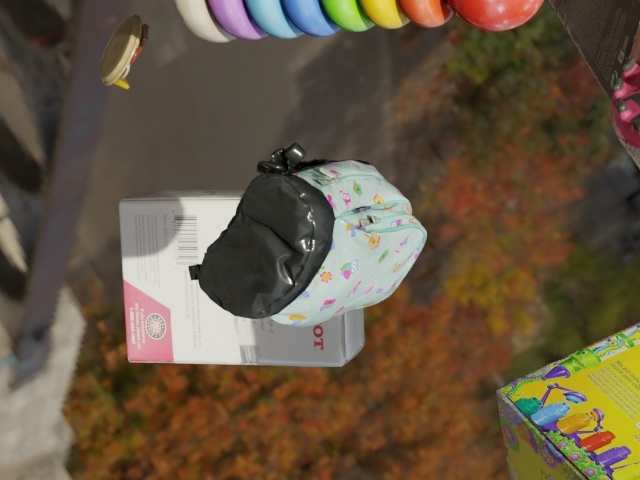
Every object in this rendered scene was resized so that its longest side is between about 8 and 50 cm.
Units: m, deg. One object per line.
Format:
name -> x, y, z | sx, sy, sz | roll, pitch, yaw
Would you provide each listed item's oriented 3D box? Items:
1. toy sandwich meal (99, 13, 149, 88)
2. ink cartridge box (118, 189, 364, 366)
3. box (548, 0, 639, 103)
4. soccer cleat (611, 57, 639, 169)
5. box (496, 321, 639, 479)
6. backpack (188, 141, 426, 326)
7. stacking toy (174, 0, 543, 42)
toy sandwich meal -> -0.193, -0.189, 1.693 | 0.029, 0.085, 0.085 | 24, 133, -26
ink cartridge box -> -0.093, 0.044, 2.069 | 0.283, 0.207, 0.117 | 0, -172, 15
box -> 0.441, -0.293, 2.209 | 0.191, 0.381, 0.143 | 9, 115, -12
soccer cleat -> 0.337, -0.061, 1.499 | 0.116, 0.143, 0.331 | -21, -152, 13
box -> 0.349, 0.208, 1.433 | 0.279, 0.290, 0.177 | -23, 126, -14
backpack -> 0.000, 0.000, 1.403 | 0.182, 0.115, 0.152 | -12, 149, -54
stacking toy -> 0.038, -0.229, 1.458 | 0.330, 0.141, 0.141 | 9, -169, 29
